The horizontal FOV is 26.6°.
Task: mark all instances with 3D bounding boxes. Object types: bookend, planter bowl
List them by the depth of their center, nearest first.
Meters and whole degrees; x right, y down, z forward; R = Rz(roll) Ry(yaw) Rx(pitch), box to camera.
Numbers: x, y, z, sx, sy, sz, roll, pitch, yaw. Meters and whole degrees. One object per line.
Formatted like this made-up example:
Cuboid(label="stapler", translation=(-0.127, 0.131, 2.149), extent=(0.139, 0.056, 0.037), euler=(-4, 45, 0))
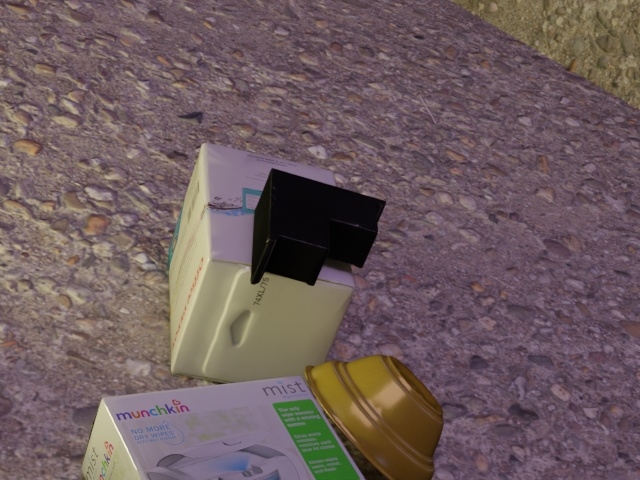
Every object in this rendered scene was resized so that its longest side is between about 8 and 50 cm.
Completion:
Cuboid(label="planter bowl", translation=(0.087, 0.206, 1.660), extent=(0.217, 0.090, 0.217), euler=(46, 8, -8))
Cuboid(label="bookend", translation=(0.000, 0.000, 1.667), extent=(0.157, 0.072, 0.156), euler=(15, 34, -12))

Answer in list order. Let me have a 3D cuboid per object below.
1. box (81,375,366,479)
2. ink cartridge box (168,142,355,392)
Cuboid(label="box", translation=(-0.101, 0.283, 1.513), extent=(0.262, 0.127, 0.231), euler=(-3, 41, -31))
Cuboid(label="ink cartridge box", translation=(-0.088, 0.038, 1.813), extent=(0.197, 0.198, 0.270), euler=(12, 34, -15))
